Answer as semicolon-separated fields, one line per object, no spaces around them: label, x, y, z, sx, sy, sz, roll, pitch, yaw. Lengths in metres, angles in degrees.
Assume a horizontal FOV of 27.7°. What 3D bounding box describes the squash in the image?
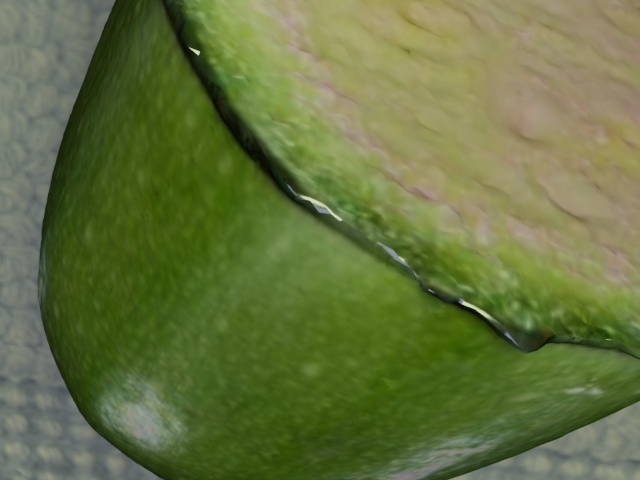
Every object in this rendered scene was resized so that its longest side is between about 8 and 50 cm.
squash;0.017;0.005;0.608;0.310;0.310;0.309;27;134;-7
